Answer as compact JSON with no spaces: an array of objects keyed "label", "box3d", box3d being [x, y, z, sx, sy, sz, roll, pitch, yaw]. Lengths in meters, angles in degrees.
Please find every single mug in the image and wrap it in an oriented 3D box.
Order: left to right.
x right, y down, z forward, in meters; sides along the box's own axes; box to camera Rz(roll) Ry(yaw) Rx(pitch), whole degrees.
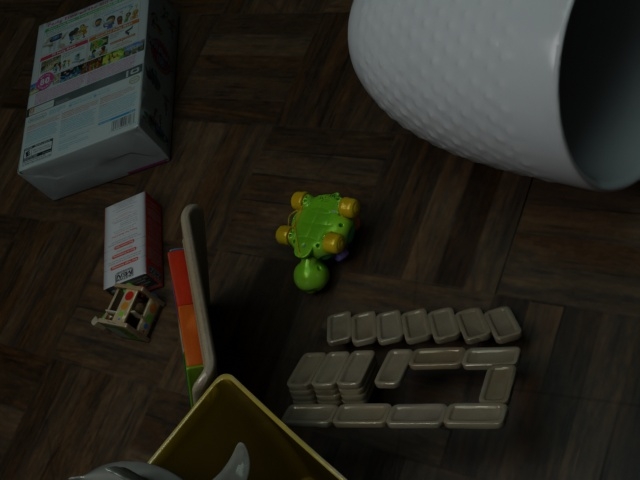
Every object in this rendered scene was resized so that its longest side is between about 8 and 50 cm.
[{"label":"mug","box3d":[0.183,-0.253,1.003,0.328,0.374,0.276,20,58,44]}]

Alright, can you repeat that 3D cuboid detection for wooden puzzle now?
[{"label":"wooden puzzle","box3d":[-0.142,0.114,1.067,0.044,0.221,0.238,-5,52,-7]}]

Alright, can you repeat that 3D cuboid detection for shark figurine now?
[{"label":"shark figurine","box3d":[-0.179,0.229,0.835,0.278,0.116,0.166,5,63,30]}]

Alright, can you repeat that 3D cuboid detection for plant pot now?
[{"label":"plant pot","box3d":[-0.054,0.296,0.915,0.212,0.187,0.212,-50,50,-7]}]

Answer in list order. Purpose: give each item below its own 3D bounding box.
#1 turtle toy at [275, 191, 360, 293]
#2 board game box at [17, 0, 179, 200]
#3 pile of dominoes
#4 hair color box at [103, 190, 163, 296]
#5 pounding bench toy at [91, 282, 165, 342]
[{"label":"turtle toy","box3d":[0.000,0.000,1.146,0.095,0.066,0.130,10,68,34]},{"label":"board game box","box3d":[-0.341,-0.236,1.471,0.224,0.097,0.303,-16,56,20]},{"label":"pile of dominoes","box3d":[0.092,0.142,0.997,0.251,0.040,0.196,-4,29,26]},{"label":"hair color box","box3d":[-0.259,0.008,1.306,0.072,0.043,0.141,-21,52,18]},{"label":"pounding bench toy","box3d":[-0.260,0.090,1.249,0.083,0.052,0.065,6,65,33]}]
